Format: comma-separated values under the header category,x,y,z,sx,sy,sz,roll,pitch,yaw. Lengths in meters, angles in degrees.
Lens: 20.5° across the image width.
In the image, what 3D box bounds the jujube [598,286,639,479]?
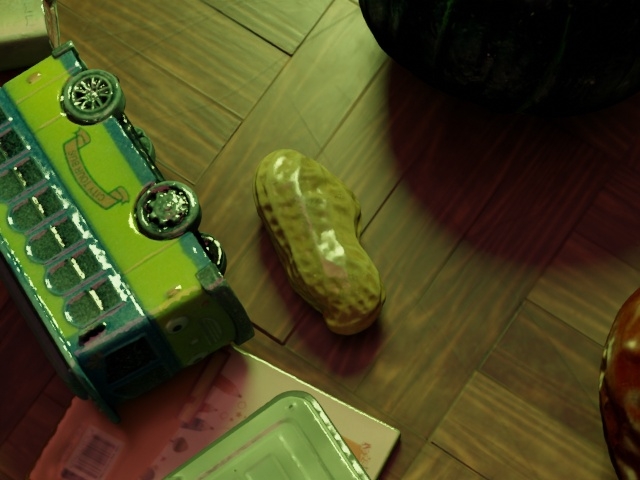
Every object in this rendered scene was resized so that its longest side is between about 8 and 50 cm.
category,x,y,z,sx,sy,sz,roll,pitch,yaw
jujube,0.359,0.176,1.536,0.223,0.223,0.318,-7,79,3

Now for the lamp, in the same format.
category,x,y,z,sx,sy,sz,roll,pitch,yaw
lamp,-0.055,0.293,1.477,0.269,0.047,0.266,-36,57,0

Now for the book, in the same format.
category,x,y,z,sx,sy,sz,roll,pitch,yaw
book,-0.101,0.202,1.654,0.295,0.020,0.208,27,76,13

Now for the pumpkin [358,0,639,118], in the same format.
category,x,y,z,sx,sy,sz,roll,pitch,yaw
pumpkin,0.180,-0.238,1.652,0.315,0.238,0.315,10,40,-9

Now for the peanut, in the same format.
category,x,y,z,sx,sy,sz,roll,pitch,yaw
peanut,0.000,0.000,1.680,0.093,0.083,0.194,-18,73,-38

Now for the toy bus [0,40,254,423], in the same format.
category,x,y,z,sx,sy,sz,roll,pitch,yaw
toy bus,-0.211,-0.009,1.648,0.190,0.152,0.312,-32,65,-6

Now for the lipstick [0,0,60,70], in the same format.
category,x,y,z,sx,sy,sz,roll,pitch,yaw
lipstick,-0.392,-0.203,1.779,0.253,0.077,0.079,-10,71,1
